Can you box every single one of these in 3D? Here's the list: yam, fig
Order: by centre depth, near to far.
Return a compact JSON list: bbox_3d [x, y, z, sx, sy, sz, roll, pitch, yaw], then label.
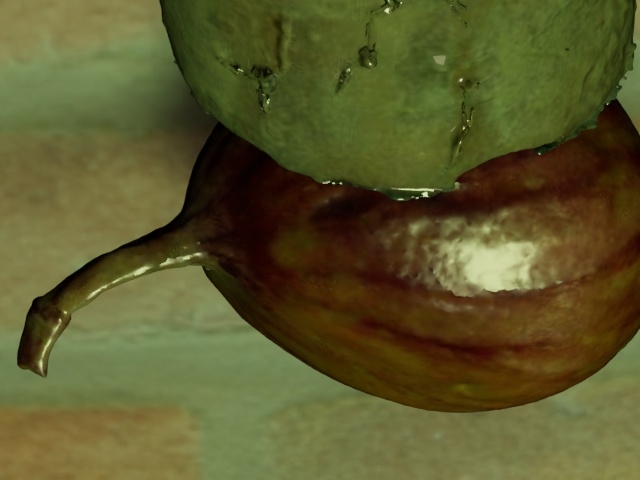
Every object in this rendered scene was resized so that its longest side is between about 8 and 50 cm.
[{"bbox_3d":[0.016,-0.173,0.536,0.168,0.168,0.304,-8,129,-2],"label":"yam"},{"bbox_3d":[0.019,-0.019,0.676,0.202,0.149,0.148,19,125,-8],"label":"fig"}]
